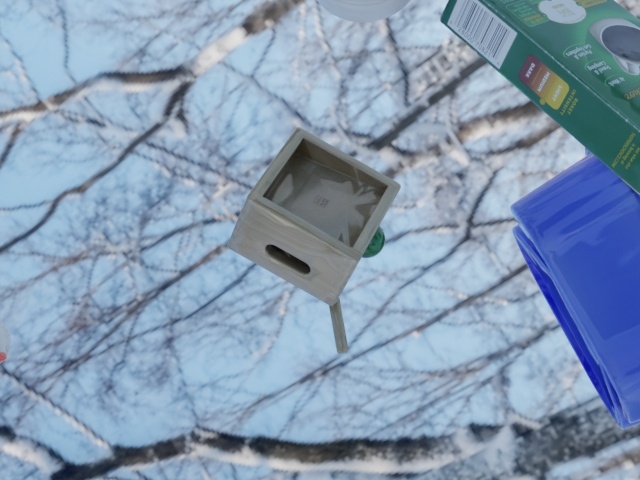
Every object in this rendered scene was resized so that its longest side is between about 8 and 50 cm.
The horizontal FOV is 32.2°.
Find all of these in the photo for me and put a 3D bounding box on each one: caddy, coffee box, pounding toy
[{"bbox_3d":[0.357,0.050,1.253,0.341,0.179,0.241,63,-177,16],"label":"caddy"},{"bbox_3d":[0.179,-0.115,0.728,0.113,0.040,0.184,-26,-119,-40],"label":"coffee box"},{"bbox_3d":[0.000,0.000,0.996,0.141,0.100,0.130,30,-133,2],"label":"pounding toy"}]

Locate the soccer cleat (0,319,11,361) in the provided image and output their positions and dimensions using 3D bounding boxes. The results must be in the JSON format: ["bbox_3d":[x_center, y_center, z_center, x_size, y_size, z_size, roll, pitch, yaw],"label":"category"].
[{"bbox_3d":[-0.359,0.088,0.940,0.196,0.068,0.076,0,-131,-46],"label":"soccer cleat"}]

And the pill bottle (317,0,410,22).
[{"bbox_3d":[0.025,-0.216,0.698,0.180,0.108,0.108,74,173,-71],"label":"pill bottle"}]
